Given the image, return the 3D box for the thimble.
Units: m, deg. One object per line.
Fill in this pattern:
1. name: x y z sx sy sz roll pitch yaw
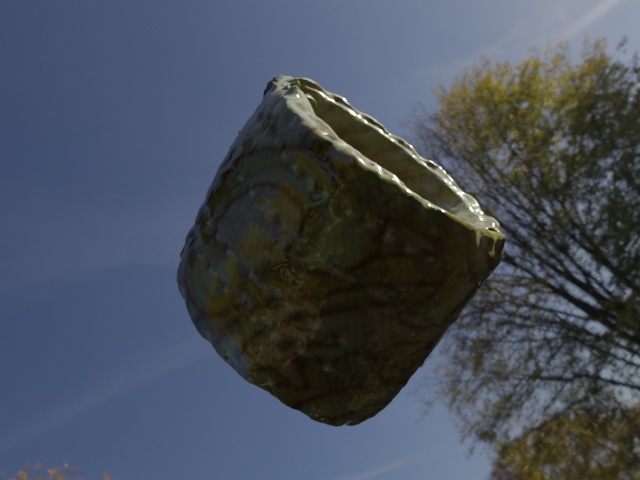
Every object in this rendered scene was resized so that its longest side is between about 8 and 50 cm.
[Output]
1. thimble: 0.000 0.000 0.469 0.143 0.190 0.137 -56 -25 20
